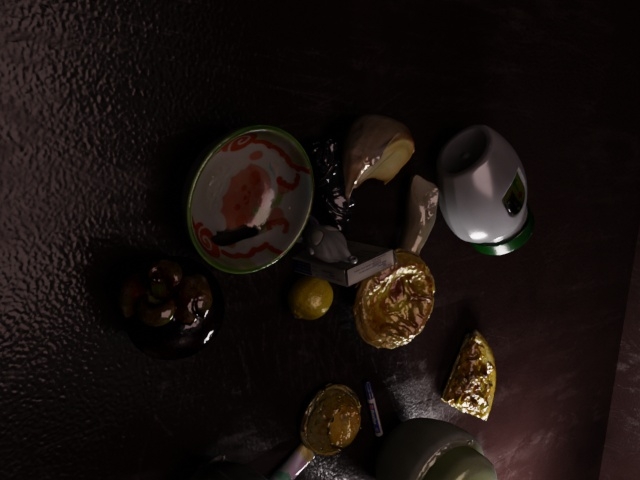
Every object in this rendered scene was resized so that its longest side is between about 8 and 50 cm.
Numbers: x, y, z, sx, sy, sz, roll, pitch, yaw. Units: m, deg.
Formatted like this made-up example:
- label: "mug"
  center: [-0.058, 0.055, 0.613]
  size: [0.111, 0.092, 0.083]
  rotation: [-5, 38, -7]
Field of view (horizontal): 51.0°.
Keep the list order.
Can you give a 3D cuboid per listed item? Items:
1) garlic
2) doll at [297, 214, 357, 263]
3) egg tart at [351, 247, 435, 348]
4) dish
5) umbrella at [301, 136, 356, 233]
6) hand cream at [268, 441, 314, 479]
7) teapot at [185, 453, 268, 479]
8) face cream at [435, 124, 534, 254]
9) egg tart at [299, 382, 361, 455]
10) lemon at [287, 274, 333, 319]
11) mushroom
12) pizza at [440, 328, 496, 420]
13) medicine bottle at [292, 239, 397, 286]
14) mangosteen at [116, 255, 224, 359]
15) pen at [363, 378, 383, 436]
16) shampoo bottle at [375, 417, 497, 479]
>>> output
- label: "garlic"
  center: [0.133, -0.203, 1.623]
  size: [0.338, 0.151, 0.196]
  rotation: [-37, 127, -64]
- label: "doll"
  center: [0.000, 0.000, 1.569]
  size: [0.102, 0.228, 0.075]
  rotation: [-31, 136, -30]
- label: "egg tart"
  center: [0.188, 0.158, 1.848]
  size: [0.295, 0.116, 0.294]
  rotation: [-11, 110, -31]
- label: "dish"
  center: [-0.175, -0.099, 1.459]
  size: [0.324, 0.124, 0.324]
  rotation: [-18, 119, -36]
- label: "umbrella"
  center: [0.029, -0.129, 1.648]
  size: [0.110, 0.122, 0.272]
  rotation: [-18, 127, 10]
- label: "hand cream"
  center: [-0.080, 0.603, 1.776]
  size: [0.174, 0.047, 0.076]
  rotation: [-38, 121, -40]
- label: "teapot"
  center: [-0.202, 0.655, 1.499]
  size: [0.233, 0.312, 0.314]
  rotation: [10, 106, -44]
- label: "face cream"
  center: [0.478, -0.141, 1.969]
  size: [0.312, 0.220, 0.357]
  rotation: [-59, 135, -23]
- label: "egg tart"
  center: [0.041, 0.491, 1.823]
  size: [0.213, 0.090, 0.212]
  rotation: [-8, 101, -42]
- label: "lemon"
  center: [-0.027, 0.142, 1.658]
  size: [0.133, 0.109, 0.109]
  rotation: [-53, 130, -26]
- label: "mushroom"
  center: [0.273, -0.057, 1.894]
  size: [0.108, 0.096, 0.246]
  rotation: [0, 104, -65]
- label: "pizza"
  center: [0.536, 0.458, 2.275]
  size: [0.258, 0.087, 0.268]
  rotation: [31, 77, -45]
- label: "medicine bottle"
  center: [0.057, 0.047, 1.648]
  size: [0.171, 0.201, 0.052]
  rotation: [-22, 112, -38]
- label: "mangosteen"
  center: [-0.298, 0.121, 1.321]
  size: [0.211, 0.211, 0.250]
  rotation: [-55, 163, -18]
- label: "pen"
  center: [0.153, 0.492, 1.968]
  size: [0.025, 0.025, 0.204]
  rotation: [-32, 120, -33]
- label: "shampoo bottle"
  center: [0.336, 0.696, 2.000]
  size: [0.323, 0.317, 0.322]
  rotation: [-12, 114, -30]
